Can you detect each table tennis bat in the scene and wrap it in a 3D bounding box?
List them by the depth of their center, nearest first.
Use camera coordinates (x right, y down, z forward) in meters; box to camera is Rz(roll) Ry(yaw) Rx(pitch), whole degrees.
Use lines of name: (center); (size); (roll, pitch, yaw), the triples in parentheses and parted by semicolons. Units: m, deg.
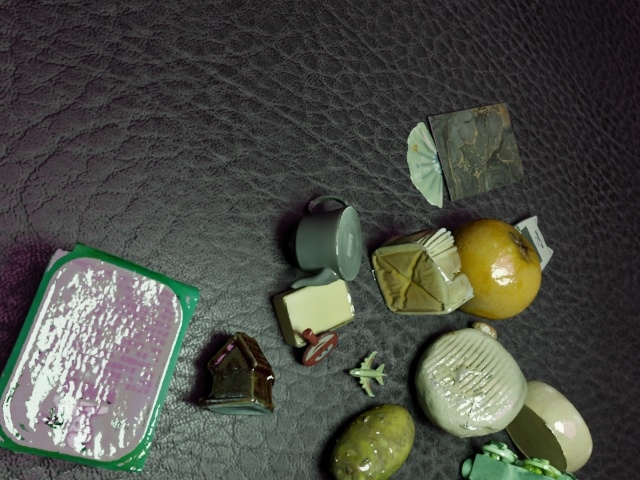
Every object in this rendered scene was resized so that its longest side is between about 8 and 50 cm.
table tennis bat: (-0.008, 0.223, 1.278); (0.098, 0.019, 0.154); (-41, 148, -8)

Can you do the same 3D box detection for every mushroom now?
mushroom: (0.419, 0.321, 1.585); (0.084, 0.071, 0.209); (39, 61, -59)

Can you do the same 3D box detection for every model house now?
model house: (-0.150, 0.267, 1.190); (0.165, 0.106, 0.152); (50, 37, -60)

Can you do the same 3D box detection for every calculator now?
calculator: (0.581, 0.047, 1.756); (0.268, 0.040, 0.177); (-35, 102, -33)

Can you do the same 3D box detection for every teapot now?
teapot: (0.000, 0.000, 1.309); (0.162, 0.149, 0.239); (56, 39, -52)

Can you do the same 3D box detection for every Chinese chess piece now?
Chinese chess piece: (0.582, 0.487, 1.559); (0.103, 0.250, 0.249); (-28, 99, -17)

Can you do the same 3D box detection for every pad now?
pad: (0.464, -0.265, 1.739); (0.368, 0.007, 0.247); (-17, 93, -37)

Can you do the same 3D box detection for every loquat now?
loquat: (0.430, 0.072, 1.519); (0.263, 0.263, 0.263); (6, 79, -34)

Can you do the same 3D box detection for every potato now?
potato: (0.118, 0.457, 1.329); (0.251, 0.113, 0.149); (-34, 95, -42)

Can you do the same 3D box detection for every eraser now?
eraser: (-0.011, 0.148, 1.315); (0.172, 0.058, 0.117); (-22, 99, -35)

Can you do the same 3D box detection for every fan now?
fan: (0.285, -0.201, 1.611); (0.131, 0.009, 0.240); (-13, 90, -33)

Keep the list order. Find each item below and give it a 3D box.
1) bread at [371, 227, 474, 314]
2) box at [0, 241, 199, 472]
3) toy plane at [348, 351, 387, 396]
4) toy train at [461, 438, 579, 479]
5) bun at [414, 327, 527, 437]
bread: (0.238, 0.074, 1.413); (0.110, 0.210, 0.192); (-28, 99, -39)
box: (-0.386, 0.197, 1.022); (0.264, 0.106, 0.336); (26, 69, -28)
toy plane: (0.107, 0.308, 1.384); (0.111, 0.040, 0.102); (12, 74, -32)
toy train: (0.490, 0.606, 1.472); (0.188, 0.272, 0.159); (44, 63, -39)
bun: (0.356, 0.352, 1.461); (0.273, 0.168, 0.272); (0, 58, 0)
